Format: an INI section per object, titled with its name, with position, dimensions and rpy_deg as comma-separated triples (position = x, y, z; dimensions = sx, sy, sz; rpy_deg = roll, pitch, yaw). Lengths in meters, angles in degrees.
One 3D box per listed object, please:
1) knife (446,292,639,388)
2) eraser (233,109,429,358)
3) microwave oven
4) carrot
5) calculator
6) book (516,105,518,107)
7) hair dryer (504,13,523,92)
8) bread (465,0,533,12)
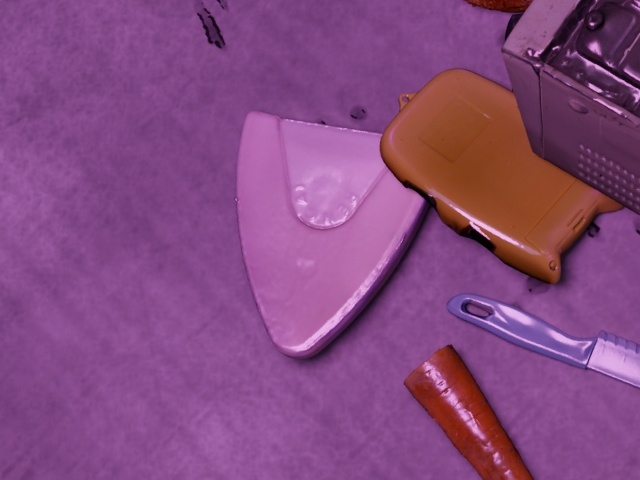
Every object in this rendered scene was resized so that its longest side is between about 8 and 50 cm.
[knife]
position = 0.267, 0.108, 1.836
dimensions = 0.313, 0.019, 0.044
rpy_deg = 22, 82, 14
[eraser]
position = 0.000, 0.000, 1.891
dimensions = 0.204, 0.059, 0.243
rpy_deg = 11, 75, 12
[microwave oven]
position = 0.394, -0.213, 1.724
dimensions = 0.333, 0.247, 0.394
rpy_deg = 32, 79, 18
[carrot]
position = 0.161, 0.199, 1.823
dimensions = 0.061, 0.061, 0.209
rpy_deg = -37, 77, 4
[calculator]
position = 0.168, -0.072, 1.858
dimensions = 0.236, 0.033, 0.157
rpy_deg = 37, 69, 13
[book]
position = 0.305, -0.112, 1.851
dimensions = 0.199, 0.016, 0.138
rpy_deg = 42, 73, 18
[hair dryer]
position = 0.223, -0.185, 1.901
dimensions = 0.083, 0.031, 0.079
rpy_deg = -3, 89, 5
[bread]
position = 0.198, -0.313, 1.913
dimensions = 0.193, 0.064, 0.193
rpy_deg = -4, 75, 14
